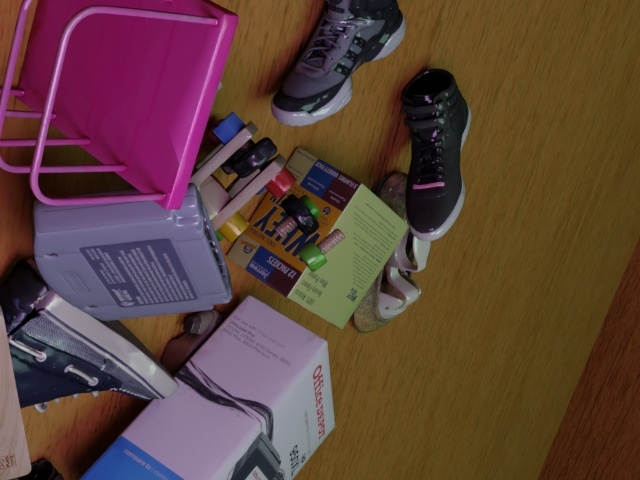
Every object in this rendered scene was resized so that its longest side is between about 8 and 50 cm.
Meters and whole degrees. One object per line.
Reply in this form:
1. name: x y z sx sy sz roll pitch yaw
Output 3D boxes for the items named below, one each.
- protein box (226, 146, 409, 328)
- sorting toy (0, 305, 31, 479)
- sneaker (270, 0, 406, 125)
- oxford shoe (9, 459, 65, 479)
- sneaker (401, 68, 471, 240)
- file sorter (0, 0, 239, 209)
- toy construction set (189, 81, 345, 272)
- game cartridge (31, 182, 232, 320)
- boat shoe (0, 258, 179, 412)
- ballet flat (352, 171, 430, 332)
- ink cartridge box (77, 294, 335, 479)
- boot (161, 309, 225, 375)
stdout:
1. protein box: 0.000 0.000 1.696 0.201 0.136 0.200 -57 148 -1
2. sorting toy: -0.470 0.173 1.205 0.255 0.089 0.257 -11 131 -17
3. sneaker: 0.015 -0.286 1.514 0.268 0.101 0.153 -47 146 -26
4. oxford shoe: -0.384 0.367 1.556 0.096 0.083 0.227 -65 151 -4
5. sneaker: 0.173 -0.150 1.767 0.147 0.105 0.295 53 42 -49
6. file sorter: -0.263 -0.181 1.062 0.182 0.291 0.202 -4 120 -48
7. toy construction set: -0.178 -0.071 1.363 0.237 0.257 0.309 -39 124 -5
8. game cartridge: -0.214 0.019 1.236 0.196 0.060 0.294 -10 158 -1
9. boat shoe: -0.332 0.163 1.431 0.158 0.127 0.340 -47 139 -4
10. ballet flat: 0.134 0.047 1.933 0.123 0.123 0.348 -24 135 -40
11. ink cartridge box: -0.156 0.323 1.673 0.395 0.166 0.285 -49 155 -28
12. boot: -0.190 0.159 1.671 0.118 0.042 0.087 -60 152 11
